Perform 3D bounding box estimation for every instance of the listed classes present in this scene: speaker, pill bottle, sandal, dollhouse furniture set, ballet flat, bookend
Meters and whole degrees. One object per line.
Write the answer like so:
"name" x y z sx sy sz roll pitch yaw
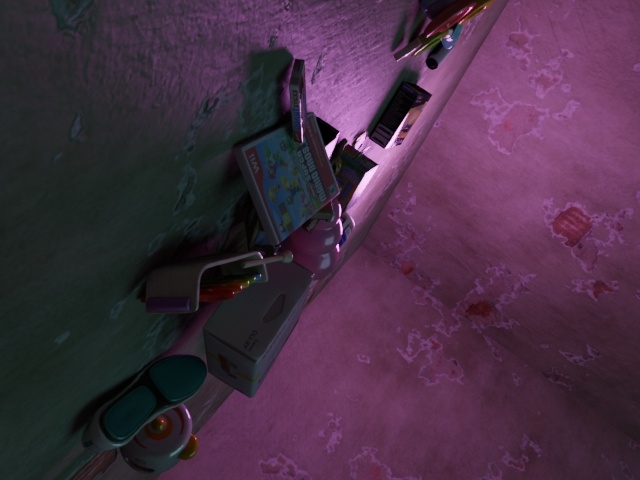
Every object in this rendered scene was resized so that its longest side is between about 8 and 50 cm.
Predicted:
"speaker" 0.463 -0.718 1.952 0.136 0.055 0.055 -50 170 -24
"pill bottle" 0.000 0.000 1.924 0.265 0.153 0.153 -50 170 -21
"sandal" 0.042 -0.231 1.535 0.180 0.049 0.072 -59 -165 -14
"dollhouse furniture set" -0.073 -0.034 1.202 0.129 0.183 0.129 116 -31 -48
"ballet flat" -0.446 0.404 1.285 0.139 0.139 0.400 -57 170 20
"bookend" -0.041 -0.196 1.246 0.157 0.072 0.156 -46 167 -39
"ballet flat" 0.446 -0.756 1.712 0.087 0.083 0.247 -22 157 -24

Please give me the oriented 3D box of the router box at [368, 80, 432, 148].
"router box" 0.320 -0.489 1.981 0.243 0.081 0.309 -58 170 23

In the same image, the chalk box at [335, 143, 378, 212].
"chalk box" 0.091 -0.223 1.646 0.132 0.132 0.213 -38 160 -58

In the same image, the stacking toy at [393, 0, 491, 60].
"stacking toy" 0.334 -0.669 1.480 0.279 0.130 0.309 -28 -174 38

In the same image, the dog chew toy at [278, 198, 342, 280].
"dog chew toy" -0.022 -0.024 1.632 0.206 0.206 0.332 -45 159 -44

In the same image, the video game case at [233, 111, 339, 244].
"video game case" -0.058 -0.142 1.077 0.025 0.204 0.285 -7 -158 34

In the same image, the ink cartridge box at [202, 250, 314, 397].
"ink cartridge box" -0.170 0.228 1.361 0.279 0.160 0.385 -57 173 -30

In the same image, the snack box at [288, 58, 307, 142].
"snack box" -0.043 -0.270 0.999 0.178 0.022 0.064 89 9 -66

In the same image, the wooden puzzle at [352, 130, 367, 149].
"wooden puzzle" 0.138 -0.351 1.784 0.078 0.014 0.116 -47 169 -17

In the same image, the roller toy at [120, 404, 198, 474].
"roller toy" -0.463 0.546 1.427 0.191 0.209 0.146 -12 145 -32

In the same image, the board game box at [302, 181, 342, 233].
"board game box" -0.018 -0.122 1.392 0.145 0.027 0.281 -55 -162 9

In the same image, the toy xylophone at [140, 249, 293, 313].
"toy xylophone" -0.201 0.075 1.041 0.322 0.236 0.081 -14 100 -61
